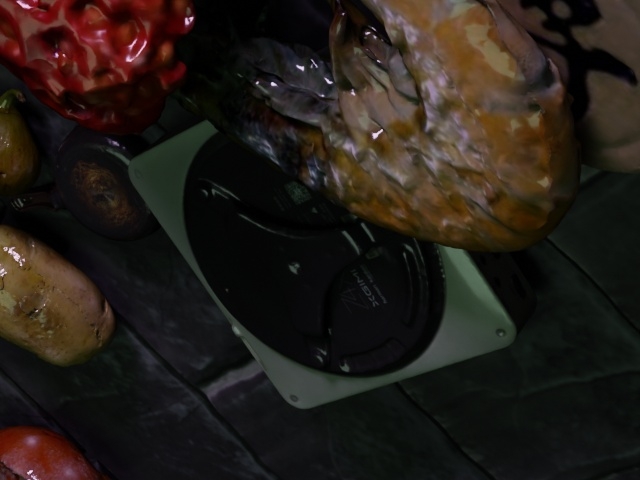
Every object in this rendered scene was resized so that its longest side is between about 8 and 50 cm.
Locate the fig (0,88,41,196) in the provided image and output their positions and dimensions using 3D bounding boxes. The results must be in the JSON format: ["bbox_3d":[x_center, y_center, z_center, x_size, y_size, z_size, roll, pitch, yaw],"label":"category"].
[{"bbox_3d":[-0.284,-0.090,1.358,0.082,0.098,0.084,13,-170,-23],"label":"fig"}]

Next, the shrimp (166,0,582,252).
[{"bbox_3d":[-0.022,-0.128,0.995,0.445,0.085,0.272,22,146,42],"label":"shrimp"}]

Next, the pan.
[{"bbox_3d":[-0.218,-0.043,1.372,0.212,0.040,0.115,-9,116,42],"label":"pan"}]

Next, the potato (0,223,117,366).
[{"bbox_3d":[-0.274,0.053,1.465,0.170,0.080,0.107,40,127,-20],"label":"potato"}]

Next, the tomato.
[{"bbox_3d":[-0.299,0.290,1.712,0.237,0.095,0.236,24,141,22],"label":"tomato"}]

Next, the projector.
[{"bbox_3d":[0.000,0.000,1.201,0.259,0.079,0.257,-23,107,43],"label":"projector"}]

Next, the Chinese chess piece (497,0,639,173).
[{"bbox_3d":[0.143,-0.156,0.874,0.257,0.104,0.257,40,163,15],"label":"Chinese chess piece"}]

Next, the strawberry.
[{"bbox_3d":[-0.205,-0.219,1.009,0.336,0.149,0.265,65,151,15],"label":"strawberry"}]
